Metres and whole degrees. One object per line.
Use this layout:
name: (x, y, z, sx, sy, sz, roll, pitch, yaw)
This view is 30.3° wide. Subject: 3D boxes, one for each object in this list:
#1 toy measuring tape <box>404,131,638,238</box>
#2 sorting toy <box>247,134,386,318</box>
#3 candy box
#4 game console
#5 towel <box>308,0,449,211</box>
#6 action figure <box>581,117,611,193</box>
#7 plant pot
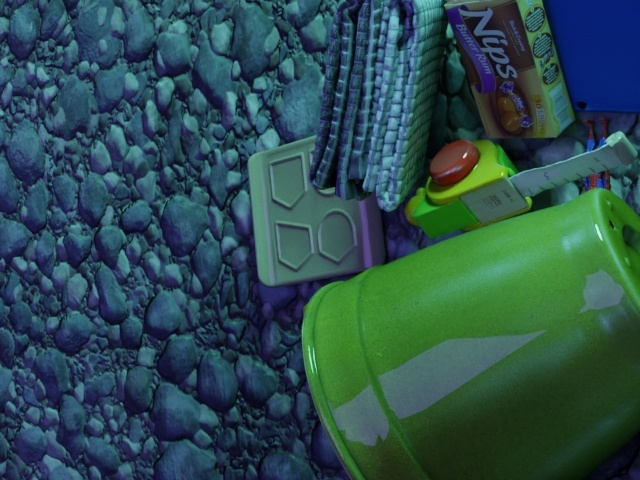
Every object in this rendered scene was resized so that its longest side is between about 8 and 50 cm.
toy measuring tape: (0.240, -0.090, 1.464, 0.330, 0.121, 0.121, -22, 74, 38)
sorting toy: (0.000, 0.000, 1.741, 0.229, 0.041, 0.307, -11, 81, 38)
candy box: (0.233, -0.218, 1.445, 0.109, 0.053, 0.187, 5, 126, 45)
game console: (0.315, -0.309, 1.457, 0.293, 0.173, 0.250, 9, 64, 43)
towel: (0.080, -0.195, 1.518, 0.121, 0.235, 0.284, 11, 106, 12)
action figure: (0.333, -0.090, 1.433, 0.038, 0.030, 0.115, -2, 89, 39)
plant pot: (0.230, 0.126, 1.335, 0.353, 0.366, 0.366, -33, 66, 26)
